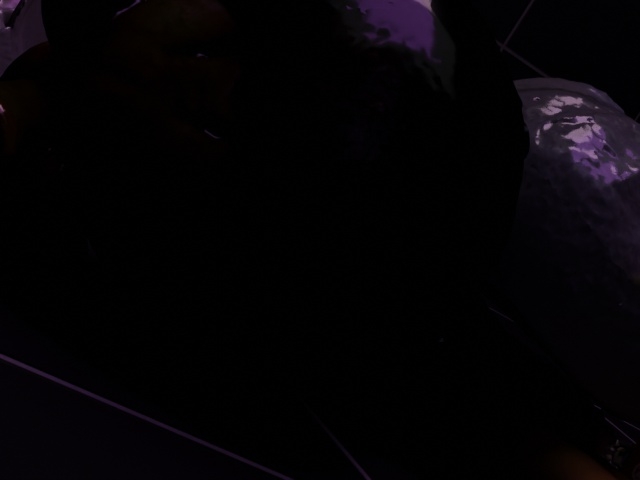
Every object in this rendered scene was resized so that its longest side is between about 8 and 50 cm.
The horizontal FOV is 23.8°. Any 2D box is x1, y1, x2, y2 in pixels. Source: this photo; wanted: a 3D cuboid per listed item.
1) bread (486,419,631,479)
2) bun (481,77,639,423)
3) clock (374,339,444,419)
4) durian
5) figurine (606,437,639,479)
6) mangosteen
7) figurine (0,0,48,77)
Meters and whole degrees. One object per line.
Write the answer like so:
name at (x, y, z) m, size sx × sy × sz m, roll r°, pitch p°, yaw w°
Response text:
bread at (0.228, 0.233, 1.290) m, size 0.134 × 0.085 × 0.173 m, roll 33°, pitch 4°, yaw -27°
bun at (0.243, -0.003, 1.382) m, size 0.362 × 0.211 × 0.362 m, roll 47°, pitch 1°, yaw -1°
clock at (0.114, 0.122, 1.668) m, size 0.325 × 0.067 × 0.325 m, roll 32°, pitch 6°, yaw -4°
durian at (0.174, 0.156, 1.425) m, size 0.182 × 0.132 × 0.165 m, roll 42°, pitch 12°, yaw -32°
figurine at (0.340, 0.229, 1.555) m, size 0.082 × 0.154 × 0.098 m, roll 26°, pitch 6°, yaw -44°
mangosteen at (-0.064, -0.062, 1.138) m, size 0.435 × 0.382 × 0.382 m, roll -8°, pitch 20°, yaw -15°
figurine at (-0.341, -0.220, 1.405) m, size 0.316 × 0.206 × 0.284 m, roll 22°, pitch -15°, yaw 43°
